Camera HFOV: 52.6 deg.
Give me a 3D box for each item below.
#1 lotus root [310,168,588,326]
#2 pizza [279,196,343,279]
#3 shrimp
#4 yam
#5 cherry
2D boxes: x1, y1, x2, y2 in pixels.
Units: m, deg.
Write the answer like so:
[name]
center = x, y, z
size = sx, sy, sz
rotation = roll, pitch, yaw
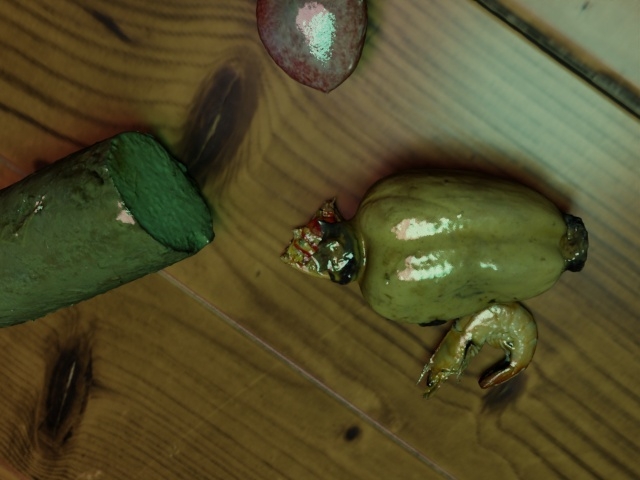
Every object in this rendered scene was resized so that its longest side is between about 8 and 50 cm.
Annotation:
[lotus root]
center = 0.123, 0.008, 0.640
size = 0.256, 0.140, 0.155
rotation = 1, 100, 6
[pizza]
center = -0.005, 0.013, 0.740
size = 0.099, 0.029, 0.100
rotation = -20, 105, 24
[shrimp]
center = 0.179, 0.133, 0.738
size = 0.095, 0.045, 0.162
rotation = 27, 114, -19
[yam]
center = -0.285, -0.006, 0.742
size = 0.304, 0.168, 0.168
rotation = -19, 106, 22
[cherry]
center = -0.016, -0.249, 0.603
size = 0.107, 0.090, 0.226
rotation = -7, 102, 32
